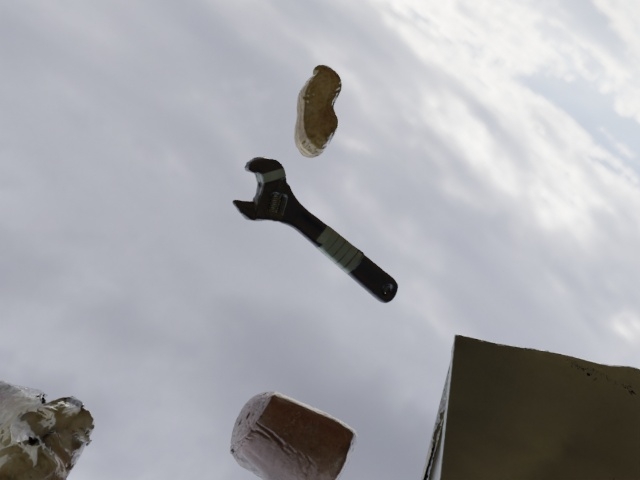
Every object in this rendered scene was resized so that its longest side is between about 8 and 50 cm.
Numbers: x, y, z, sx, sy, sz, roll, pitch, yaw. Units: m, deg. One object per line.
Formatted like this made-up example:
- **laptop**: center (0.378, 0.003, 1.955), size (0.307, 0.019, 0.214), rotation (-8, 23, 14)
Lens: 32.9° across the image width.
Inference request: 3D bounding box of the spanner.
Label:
- **spanner**: center (0.000, 0.000, 1.501), size (0.316, 0.087, 0.024), rotation (40, 165, -31)

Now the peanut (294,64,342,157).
- **peanut**: center (-0.003, -0.153, 1.280), size (0.054, 0.113, 0.054), rotation (10, 175, 1)

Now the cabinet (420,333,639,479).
- **cabinet**: center (0.218, 0.327, 1.171), size (0.227, 0.318, 0.290), rotation (10, -138, 3)

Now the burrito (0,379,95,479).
- **burrito**: center (-0.380, 0.239, 1.274), size (0.175, 0.347, 0.107), rotation (-35, -72, -32)

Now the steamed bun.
- **steamed bun**: center (-0.039, 0.252, 1.311), size (0.145, 0.106, 0.175), rotation (24, 164, 2)
